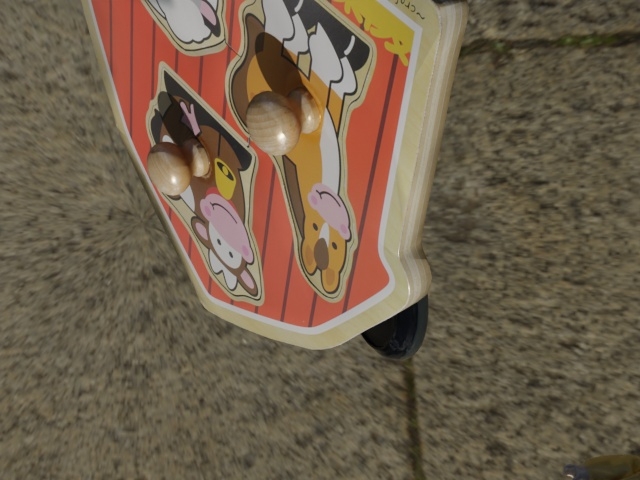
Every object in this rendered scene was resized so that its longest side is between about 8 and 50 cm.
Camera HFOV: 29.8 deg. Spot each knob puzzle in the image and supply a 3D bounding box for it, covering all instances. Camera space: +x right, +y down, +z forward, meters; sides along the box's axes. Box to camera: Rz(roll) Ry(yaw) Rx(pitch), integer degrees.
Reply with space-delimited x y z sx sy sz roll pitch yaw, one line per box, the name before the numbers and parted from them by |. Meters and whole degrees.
knob puzzle | -0.037 -0.039 0.404 0.030 0.213 0.213 -27 95 -30

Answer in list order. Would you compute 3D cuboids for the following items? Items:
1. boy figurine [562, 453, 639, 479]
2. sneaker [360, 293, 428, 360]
boy figurine | 0.351 0.316 1.366 0.285 0.092 0.177 -28 63 -25
sneaker | 0.000 0.000 0.972 0.118 0.083 0.222 -4 63 -37
